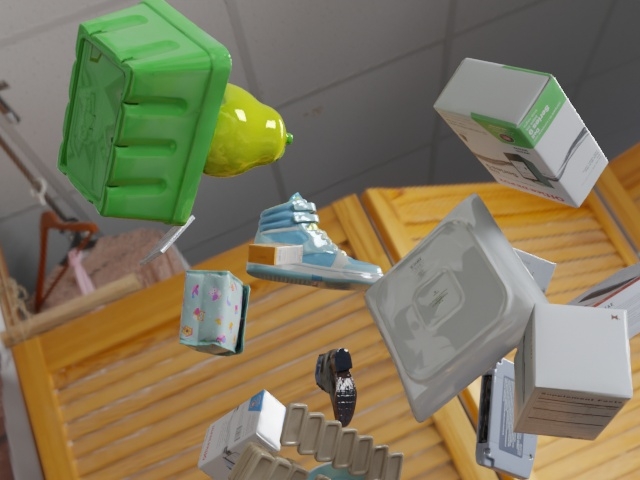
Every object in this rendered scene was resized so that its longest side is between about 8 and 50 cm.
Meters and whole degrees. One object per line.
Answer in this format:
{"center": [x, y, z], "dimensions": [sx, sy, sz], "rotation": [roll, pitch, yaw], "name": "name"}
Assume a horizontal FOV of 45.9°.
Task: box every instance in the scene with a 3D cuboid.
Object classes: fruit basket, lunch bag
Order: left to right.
{"center": [-0.251, -0.222, 1.381], "dimensions": [0.392, 0.283, 0.392], "rotation": [-35, -31, -25], "name": "fruit basket"}
{"center": [-0.294, 0.216, 2.183], "dimensions": [0.160, 0.223, 0.262], "rotation": [1, -16, 12], "name": "lunch bag"}

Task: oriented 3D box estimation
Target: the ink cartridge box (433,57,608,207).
{"center": [0.386, -0.201, 1.441], "dimensions": [0.289, 0.211, 0.121], "rotation": [38, -97, -41], "name": "ink cartridge box"}

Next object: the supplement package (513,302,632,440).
{"center": [0.292, 0.160, 0.898], "dimensions": [0.105, 0.105, 0.179], "rotation": [5, -30, 8], "name": "supplement package"}

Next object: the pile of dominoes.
{"center": [-0.005, 0.339, 1.041], "dimensions": [0.251, 0.040, 0.196], "rotation": [32, -94, -32], "name": "pile of dominoes"}

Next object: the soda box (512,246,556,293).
{"center": [0.406, 0.046, 1.686], "dimensions": [0.216, 0.074, 0.069], "rotation": [20, 2, -8], "name": "soda box"}

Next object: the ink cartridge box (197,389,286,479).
{"center": [-0.179, 0.453, 1.742], "dimensions": [0.190, 0.139, 0.082], "rotation": [-38, -68, 25], "name": "ink cartridge box"}

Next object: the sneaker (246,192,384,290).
{"center": [0.000, 0.000, 1.728], "dimensions": [0.319, 0.208, 0.127], "rotation": [9, -15, -10], "name": "sneaker"}

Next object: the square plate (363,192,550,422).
{"center": [0.241, 0.121, 1.489], "dimensions": [0.049, 0.344, 0.347], "rotation": [25, -60, -39], "name": "square plate"}

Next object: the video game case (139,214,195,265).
{"center": [-0.318, 0.000, 1.568], "dimensions": [0.087, 0.011, 0.122], "rotation": [-27, 21, 43], "name": "video game case"}

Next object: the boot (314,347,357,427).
{"center": [0.041, 0.417, 2.150], "dimensions": [0.082, 0.219, 0.106], "rotation": [5, -10, -34], "name": "boot"}

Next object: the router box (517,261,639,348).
{"center": [0.599, 0.135, 1.544], "dimensions": [0.335, 0.082, 0.301], "rotation": [-27, -8, -19], "name": "router box"}

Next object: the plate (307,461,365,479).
{"center": [0.031, 0.425, 1.166], "dimensions": [0.188, 0.188, 0.024], "rotation": [-24, 8, -2], "name": "plate"}

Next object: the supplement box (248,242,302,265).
{"center": [-0.085, 0.025, 1.437], "dimensions": [0.062, 0.036, 0.098], "rotation": [6, 4, 29], "name": "supplement box"}

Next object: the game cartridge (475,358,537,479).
{"center": [0.507, 0.479, 2.036], "dimensions": [0.198, 0.297, 0.062], "rotation": [30, -32, -33], "name": "game cartridge"}
